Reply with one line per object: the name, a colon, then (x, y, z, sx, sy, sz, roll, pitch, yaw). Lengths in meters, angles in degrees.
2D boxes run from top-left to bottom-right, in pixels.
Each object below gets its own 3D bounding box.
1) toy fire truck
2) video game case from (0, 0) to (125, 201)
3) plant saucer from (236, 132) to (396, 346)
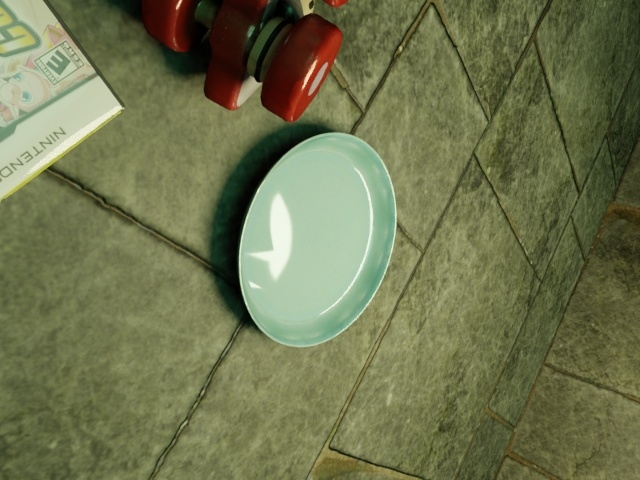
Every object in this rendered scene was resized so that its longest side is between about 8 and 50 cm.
toy fire truck: (-0.023, -0.280, 0.462, 0.253, 0.169, 0.302, -59, -179, -40)
video game case: (-0.323, -0.140, 0.338, 0.248, 0.035, 0.274, -48, 132, -23)
plant saucer: (0.000, 0.000, 0.708, 0.318, 0.044, 0.317, -17, 115, -41)
